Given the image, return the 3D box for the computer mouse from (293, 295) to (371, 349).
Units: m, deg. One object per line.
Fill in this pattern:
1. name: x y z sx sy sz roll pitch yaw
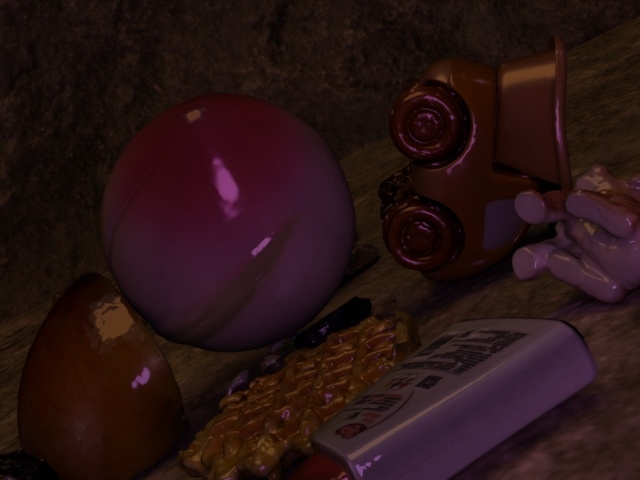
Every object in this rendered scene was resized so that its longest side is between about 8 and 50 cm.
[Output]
1. computer mouse: 0.020 0.103 1.118 0.079 0.047 0.135 -35 -2 27

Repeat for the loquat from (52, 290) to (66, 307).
1. loquat: -0.480 0.155 1.933 0.113 0.137 0.137 -23 9 2

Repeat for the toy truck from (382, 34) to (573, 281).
1. toy truck: 0.184 -0.094 1.150 0.211 0.288 0.204 1 13 9

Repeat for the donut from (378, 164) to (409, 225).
1. donut: 0.185 -0.082 1.548 0.216 0.096 0.230 -22 9 24

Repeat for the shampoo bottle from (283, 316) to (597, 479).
1. shampoo bottle: 0.052 0.151 0.702 0.284 0.071 0.153 -33 12 -27

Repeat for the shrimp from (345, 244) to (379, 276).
1. shrimp: 0.022 0.043 1.469 0.101 0.042 0.190 -11 15 33

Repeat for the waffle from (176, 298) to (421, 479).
1. waffle: -0.006 0.147 0.912 0.280 0.060 0.262 -33 13 -33

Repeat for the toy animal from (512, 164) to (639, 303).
1. toy animal: 0.299 -0.005 0.914 0.183 0.104 0.185 17 17 35

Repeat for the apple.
1. apple: -0.268 0.178 1.159 0.346 0.179 0.254 -7 59 66

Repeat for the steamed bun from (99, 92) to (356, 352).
1. steamed bun: -0.111 -0.040 1.096 0.309 0.309 0.309 -25 9 4

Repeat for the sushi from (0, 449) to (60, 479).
1. sushi: -0.348 0.278 1.014 0.150 0.091 0.078 -20 12 11
